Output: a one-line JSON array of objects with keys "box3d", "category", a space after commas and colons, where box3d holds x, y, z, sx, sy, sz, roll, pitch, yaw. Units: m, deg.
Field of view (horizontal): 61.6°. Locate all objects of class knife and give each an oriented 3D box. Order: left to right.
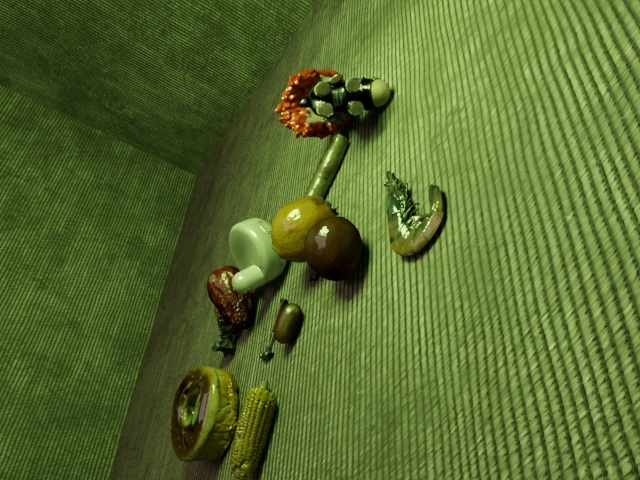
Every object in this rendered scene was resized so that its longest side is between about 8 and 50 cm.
[{"box3d": [-0.002, -0.001, 1.665, 0.044, 0.026, 0.297, 129, 155, -56], "category": "knife"}]

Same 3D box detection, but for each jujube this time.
[{"box3d": [-0.315, 0.206, 1.923, 0.168, 0.168, 0.237, -43, 62, 41], "category": "jujube"}]

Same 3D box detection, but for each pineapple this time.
[{"box3d": [-0.350, 0.319, 2.006, 0.119, 0.111, 0.237, 99, 171, -52], "category": "pineapple"}]

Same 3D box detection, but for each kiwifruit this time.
[{"box3d": [-0.097, 0.243, 1.575, 0.075, 0.075, 0.125, 16, 87, 66], "category": "kiwifruit"}]

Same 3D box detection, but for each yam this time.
[{"box3d": [0.006, -0.206, 1.793, 0.071, 0.067, 0.318, 24, 87, 37], "category": "yam"}]

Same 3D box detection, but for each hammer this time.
[{"box3d": [-0.143, 0.280, 1.697, 0.078, 0.021, 0.201, -7, 62, 63], "category": "hammer"}]

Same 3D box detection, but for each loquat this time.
[{"box3d": [-0.044, -0.038, 1.582, 0.234, 0.176, 0.187, -33, 63, 9], "category": "loquat"}]

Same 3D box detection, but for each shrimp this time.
[{"box3d": [0.216, -0.094, 1.268, 0.169, 0.058, 0.296, -39, 37, 33], "category": "shrimp"}]

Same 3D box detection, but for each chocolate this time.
[{"box3d": [0.032, 0.028, 1.404, 0.177, 0.176, 0.177, -47, 30, 37], "category": "chocolate"}]

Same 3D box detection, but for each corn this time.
[{"box3d": [-0.185, 0.514, 1.467, 0.097, 0.097, 0.262, -20, 51, 59], "category": "corn"}]

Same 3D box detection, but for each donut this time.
[{"box3d": [-0.377, 0.565, 1.776, 0.330, 0.159, 0.330, -30, 53, 50], "category": "donut"}]

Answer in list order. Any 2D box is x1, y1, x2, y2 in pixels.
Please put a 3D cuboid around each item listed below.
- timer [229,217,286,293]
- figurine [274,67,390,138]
[{"box3d": [-0.233, 0.048, 1.838, 0.240, 0.234, 0.233, -27, 0, -35], "category": "timer"}, {"box3d": [0.036, -0.449, 1.724, 0.306, 0.241, 0.411, -32, 19, -27], "category": "figurine"}]
